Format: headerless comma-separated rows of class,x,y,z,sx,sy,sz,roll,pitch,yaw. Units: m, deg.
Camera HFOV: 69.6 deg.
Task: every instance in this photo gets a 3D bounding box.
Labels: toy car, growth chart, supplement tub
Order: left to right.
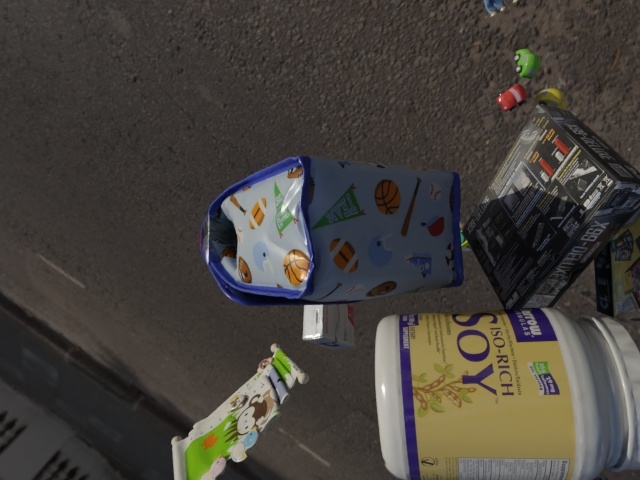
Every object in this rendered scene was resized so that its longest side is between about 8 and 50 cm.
growth chart,-0.118,0.252,0.660,0.021,0.237,0.172,56,159,-18
supplement tub,0.257,0.222,0.675,0.332,0.241,0.241,-5,126,11
toy car,0.633,-0.485,1.379,0.239,0.224,0.053,2,164,-15

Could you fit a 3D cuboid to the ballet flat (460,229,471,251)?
ballet flat,0.506,-0.008,1.566,0.077,0.077,0.231,37,117,-19

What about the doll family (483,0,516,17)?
doll family,0.411,-0.574,0.990,0.111,0.193,0.076,58,176,-12

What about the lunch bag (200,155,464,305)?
lunch bag,0.000,0.000,0.823,0.386,0.328,0.238,-3,86,54

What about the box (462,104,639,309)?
box,0.392,-0.047,0.827,0.077,0.242,0.307,6,130,-15

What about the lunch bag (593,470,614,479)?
lunch bag,0.571,0.571,1.161,0.287,0.168,0.235,23,180,-15

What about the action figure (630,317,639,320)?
action figure,0.794,0.136,0.953,0.141,0.164,0.275,39,155,10

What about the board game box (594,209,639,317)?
board game box,0.609,0.011,0.885,0.042,0.165,0.243,-144,43,-73

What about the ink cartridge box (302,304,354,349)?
ink cartridge box,0.022,0.208,1.165,0.063,0.109,0.150,-14,152,31
